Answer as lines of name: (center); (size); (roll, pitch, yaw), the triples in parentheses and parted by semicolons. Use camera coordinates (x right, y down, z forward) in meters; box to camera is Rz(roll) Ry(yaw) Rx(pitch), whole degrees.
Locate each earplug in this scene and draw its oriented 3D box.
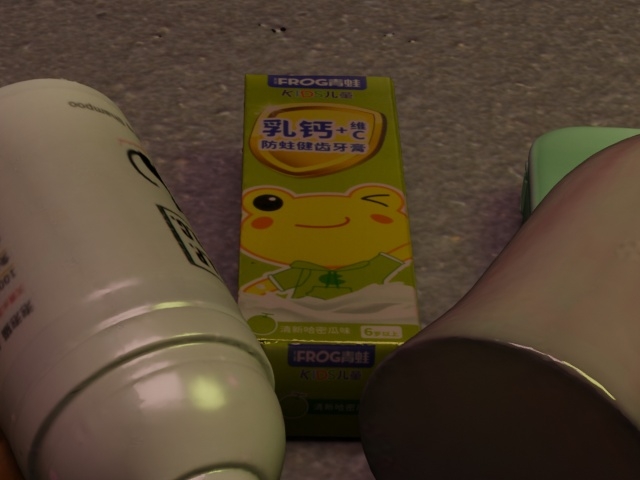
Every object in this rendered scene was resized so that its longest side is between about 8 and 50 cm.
earplug: (0.163, 0.035, 0.938); (0.172, 0.172, 0.301); (18, 42, 22)

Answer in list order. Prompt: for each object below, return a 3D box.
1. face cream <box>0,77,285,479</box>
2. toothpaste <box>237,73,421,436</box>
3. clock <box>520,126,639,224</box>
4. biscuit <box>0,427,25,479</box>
face cream: (-0.097, 0.080, 0.888); (0.145, 0.145, 0.370); (-16, 49, -24)
toothpaste: (0.000, 0.000, 1.086); (0.110, 0.077, 0.327); (0, 34, -1)
clock: (0.240, -0.009, 1.121); (0.210, 0.066, 0.159); (5, 35, 4)
biscuit: (-0.284, 0.084, 0.875); (0.275, 0.052, 0.355); (27, 24, 0)
